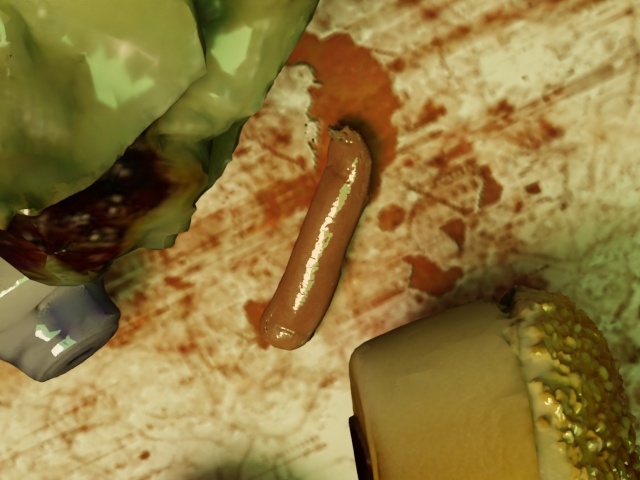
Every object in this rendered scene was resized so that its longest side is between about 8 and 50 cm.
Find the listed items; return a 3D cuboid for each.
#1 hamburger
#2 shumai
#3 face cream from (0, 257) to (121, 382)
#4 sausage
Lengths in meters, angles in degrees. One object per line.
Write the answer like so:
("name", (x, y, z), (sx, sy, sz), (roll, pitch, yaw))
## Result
("hamburger", (0.114, 0.171, 1.004), (0.170, 0.302, 0.302), (-9, 106, -1))
("shumai", (-0.144, -0.146, 0.879), (0.395, 0.395, 0.348), (4, 102, 2))
("face cream", (-0.271, -0.095, 1.057), (0.235, 0.137, 0.420), (-36, 90, 14))
("sausage", (0.000, 0.000, 1.092), (0.042, 0.036, 0.158), (15, 107, -13))
